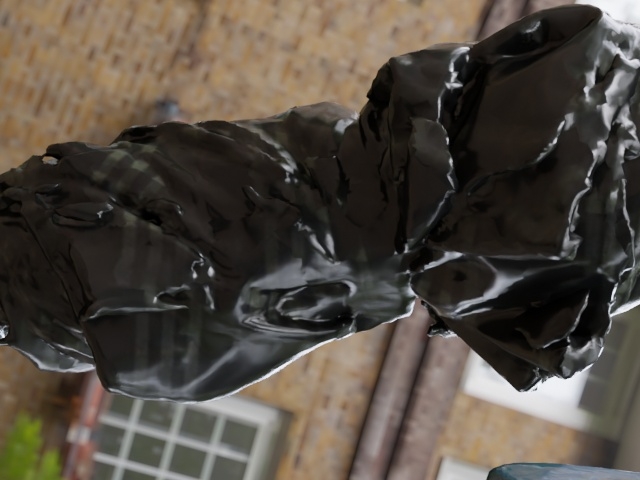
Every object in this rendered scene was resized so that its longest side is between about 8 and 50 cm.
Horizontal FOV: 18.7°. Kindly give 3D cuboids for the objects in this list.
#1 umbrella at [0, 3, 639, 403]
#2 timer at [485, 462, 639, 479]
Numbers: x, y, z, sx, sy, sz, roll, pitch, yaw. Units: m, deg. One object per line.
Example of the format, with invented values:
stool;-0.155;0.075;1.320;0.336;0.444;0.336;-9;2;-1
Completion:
umbrella;0.003;0.001;0.674;0.154;0.336;0.128;168;-89;-81
timer;0.147;0.067;0.343;0.255;0.175;0.175;31;-78;17
